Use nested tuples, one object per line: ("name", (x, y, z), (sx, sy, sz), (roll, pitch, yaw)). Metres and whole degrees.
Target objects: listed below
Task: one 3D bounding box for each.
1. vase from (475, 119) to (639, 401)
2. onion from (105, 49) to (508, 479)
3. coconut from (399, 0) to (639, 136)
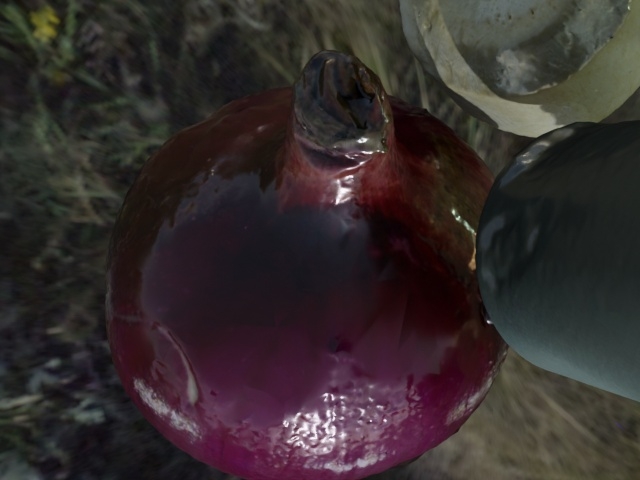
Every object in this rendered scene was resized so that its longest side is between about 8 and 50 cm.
("vase", (0.249, 0.011, 0.884), (0.245, 0.291, 0.245), (-3, 97, -26))
("onion", (0.000, 0.000, 1.099), (0.347, 0.385, 0.348), (2, 55, -3))
("coconut", (0.174, -0.190, 1.154), (0.202, 0.222, 0.202), (-4, 79, 23))
